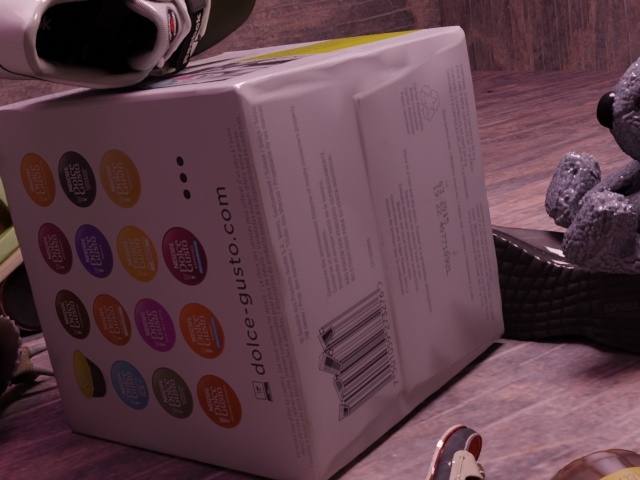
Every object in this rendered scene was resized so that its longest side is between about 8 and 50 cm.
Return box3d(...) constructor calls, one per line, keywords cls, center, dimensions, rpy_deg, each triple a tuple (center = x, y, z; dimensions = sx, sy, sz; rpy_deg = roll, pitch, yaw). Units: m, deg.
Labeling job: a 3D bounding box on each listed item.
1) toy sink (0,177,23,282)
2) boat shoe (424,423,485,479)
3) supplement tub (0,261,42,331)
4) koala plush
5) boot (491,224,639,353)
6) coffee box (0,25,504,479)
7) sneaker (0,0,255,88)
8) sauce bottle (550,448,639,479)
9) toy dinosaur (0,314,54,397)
box3d(cls="toy sink", center=(-0.476, -0.009, 1.258), dimensions=(0.234, 0.153, 0.131), rpy_deg=(-45, 29, -16))
box3d(cls="boat shoe", center=(0.100, 0.183, 0.718), dimensions=(0.043, 0.049, 0.137), rpy_deg=(2, 21, 25))
box3d(cls="supplement tub", center=(-0.431, 0.060, 1.375), dimensions=(0.106, 0.106, 0.198), rpy_deg=(-18, 18, -30))
box3d(cls="koala plush", center=(0.338, -0.095, 0.934), dimensions=(0.203, 0.221, 0.196), rpy_deg=(5, 19, 3))
box3d(cls="boot", center=(0.296, 0.033, 1.078), dimensions=(0.338, 0.118, 0.223), rpy_deg=(17, 25, 36))
box3d(cls="coffee box", center=(-0.060, -0.009, 0.959), dimensions=(0.334, 0.337, 0.338), rpy_deg=(2, 20, 38))
box3d(cls="sneaker", center=(-0.153, -0.185, 0.838), dimensions=(0.146, 0.122, 0.330), rpy_deg=(24, 33, 35))
box3d(cls="sauce bottle", center=(0.211, 0.209, 0.431), dimensions=(0.111, 0.111, 0.344), rpy_deg=(-12, 15, -11))
box3d(cls="toy dinosaur", center=(-0.387, 0.153, 0.982), dimensions=(0.160, 0.121, 0.313), rpy_deg=(-21, 10, 7))
